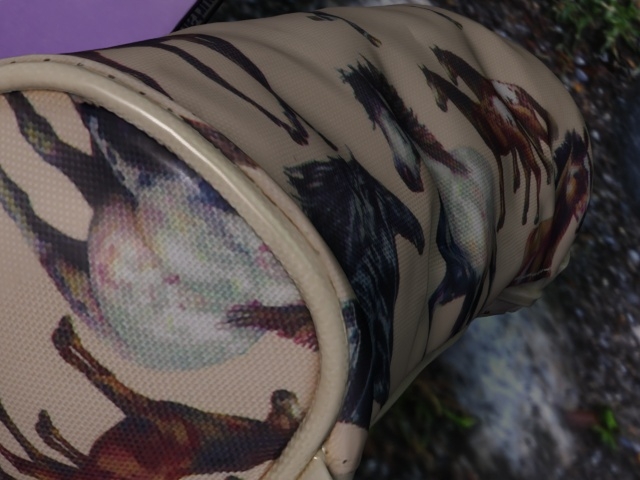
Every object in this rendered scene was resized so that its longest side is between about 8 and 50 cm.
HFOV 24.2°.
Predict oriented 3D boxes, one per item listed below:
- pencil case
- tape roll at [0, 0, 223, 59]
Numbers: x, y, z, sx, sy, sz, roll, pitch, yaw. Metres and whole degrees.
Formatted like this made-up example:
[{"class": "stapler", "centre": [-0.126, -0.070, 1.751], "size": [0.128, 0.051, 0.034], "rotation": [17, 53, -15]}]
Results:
[{"class": "pencil case", "centre": [0.000, 0.000, 0.603], "size": [0.183, 0.160, 0.410], "rotation": [58, 23, 2]}, {"class": "tape roll", "centre": [-0.098, -0.108, 0.672], "size": [0.080, 0.189, 0.189], "rotation": [39, 41, -7]}]
